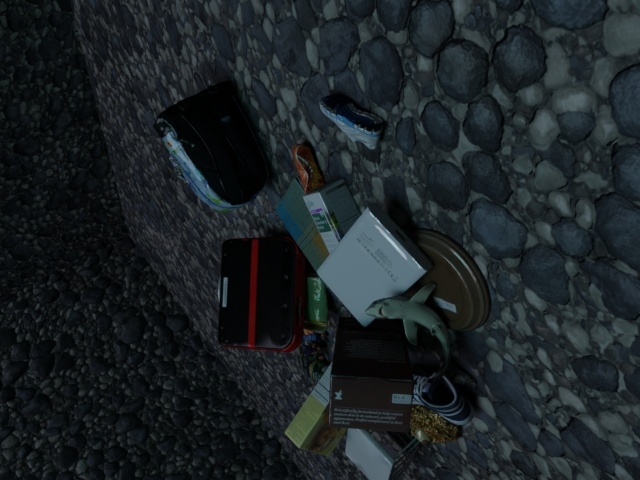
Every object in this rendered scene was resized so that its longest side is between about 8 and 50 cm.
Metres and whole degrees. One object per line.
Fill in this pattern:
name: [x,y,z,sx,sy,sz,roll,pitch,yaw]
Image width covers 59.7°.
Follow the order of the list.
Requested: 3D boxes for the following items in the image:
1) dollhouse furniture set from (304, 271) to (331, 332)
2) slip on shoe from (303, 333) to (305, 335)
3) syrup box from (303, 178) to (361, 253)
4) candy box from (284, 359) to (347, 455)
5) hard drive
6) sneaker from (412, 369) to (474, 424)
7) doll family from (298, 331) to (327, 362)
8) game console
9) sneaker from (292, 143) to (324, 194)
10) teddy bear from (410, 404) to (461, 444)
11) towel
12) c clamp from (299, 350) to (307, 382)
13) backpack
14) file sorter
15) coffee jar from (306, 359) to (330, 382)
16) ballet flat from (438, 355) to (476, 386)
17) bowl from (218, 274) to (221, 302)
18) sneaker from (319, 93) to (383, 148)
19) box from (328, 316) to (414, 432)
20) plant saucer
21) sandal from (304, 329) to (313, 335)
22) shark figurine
dollhouse furniture set: [-0.117,0.215,1.915,0.301,0.151,0.198,2,103,51]
slip on shoe: [-0.106,0.344,2.234,0.051,0.041,0.135,8,123,57]
syrup box: [0.055,-0.039,1.513,0.093,0.096,0.237,-8,111,59]
candy box: [0.045,0.533,1.814,0.087,0.317,0.183,30,174,42]
hard drive: [0.124,0.071,1.399,0.203,0.040,0.307,48,140,10]
sneaker: [0.268,0.397,1.510,0.282,0.099,0.153,16,158,37]
doll family: [-0.026,0.394,2.083,0.193,0.111,0.076,85,180,-60]
game console: [-0.206,0.180,1.909,0.341,0.060,0.387,-3,82,33]
sneaker: [-0.032,-0.190,1.568,0.067,0.064,0.175,-138,31,-69]
teddy bear: [0.262,0.506,1.694,0.338,0.113,0.245,42,151,31]
towel: [0.000,0.000,1.715,0.370,0.040,0.271,55,154,4]
c clamp: [-0.060,0.491,2.226,0.022,0.137,0.161,3,160,10]
backpack: [-0.321,-0.264,1.753,0.356,0.290,0.273,50,147,-3]
file sorter: [0.215,0.682,1.880,0.193,0.173,0.278,41,148,30]
coffee jar: [0.023,0.523,2.154,0.184,0.079,0.096,27,138,47]
ballet flat: [0.352,0.350,1.460,0.114,0.041,0.041,40,147,34]
bowl: [-0.304,0.184,2.123,0.134,0.298,0.298,2,130,10]
sneaker: [0.065,-0.271,1.296,0.190,0.071,0.083,42,154,31]
box: [0.127,0.326,1.426,0.381,0.191,0.143,-65,-22,-78]
plant saucer: [0.281,0.103,1.334,0.278,0.041,0.278,39,147,33]
sandal: [-0.061,0.295,2.069,0.102,0.076,0.265,36,145,37]
shark figurine: [0.253,0.204,1.368,0.278,0.166,0.116,46,-178,-12]
